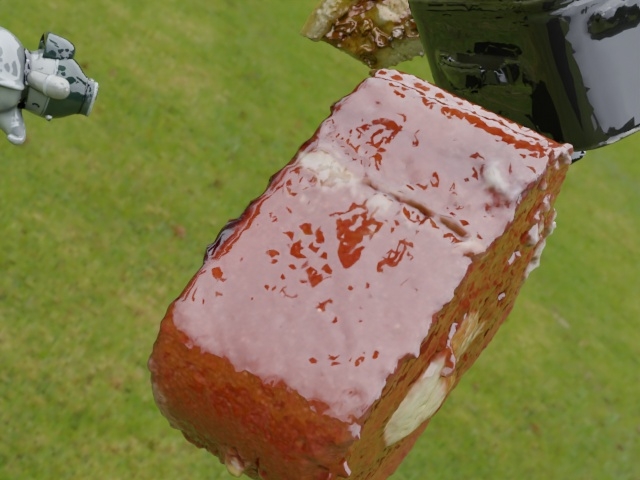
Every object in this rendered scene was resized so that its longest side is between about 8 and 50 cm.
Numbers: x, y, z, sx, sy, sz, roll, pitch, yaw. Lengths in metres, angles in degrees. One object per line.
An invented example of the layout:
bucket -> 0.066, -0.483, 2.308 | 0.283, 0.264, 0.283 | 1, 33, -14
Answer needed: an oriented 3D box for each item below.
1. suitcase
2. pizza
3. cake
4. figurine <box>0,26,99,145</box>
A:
suitcase -> 0.295, -0.226, 1.075 | 0.283, 0.433, 0.194 | 28, -38, 66
pizza -> 0.101, -0.262, 1.384 | 0.056, 0.271, 0.134 | 21, 63, -64
cake -> 0.033, 0.034, 0.771 | 0.150, 0.283, 0.177 | 26, -23, 24
figurine -> -0.344, -0.178, 1.396 | 0.192, 0.126, 0.147 | 16, 16, -24
